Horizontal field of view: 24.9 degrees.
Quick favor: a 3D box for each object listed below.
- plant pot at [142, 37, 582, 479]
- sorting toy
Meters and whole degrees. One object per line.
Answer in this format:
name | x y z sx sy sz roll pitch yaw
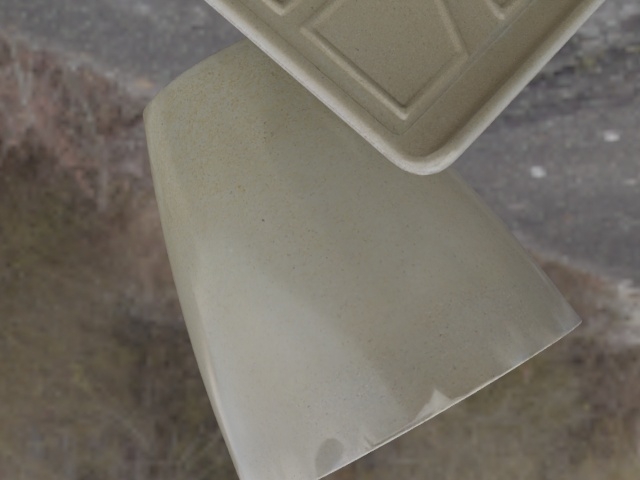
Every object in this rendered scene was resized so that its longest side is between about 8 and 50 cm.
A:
plant pot | 0.000 0.000 0.995 0.257 0.274 0.256 -29 175 -3
sorting toy | 0.063 -0.194 0.831 0.229 0.307 0.041 39 152 9
